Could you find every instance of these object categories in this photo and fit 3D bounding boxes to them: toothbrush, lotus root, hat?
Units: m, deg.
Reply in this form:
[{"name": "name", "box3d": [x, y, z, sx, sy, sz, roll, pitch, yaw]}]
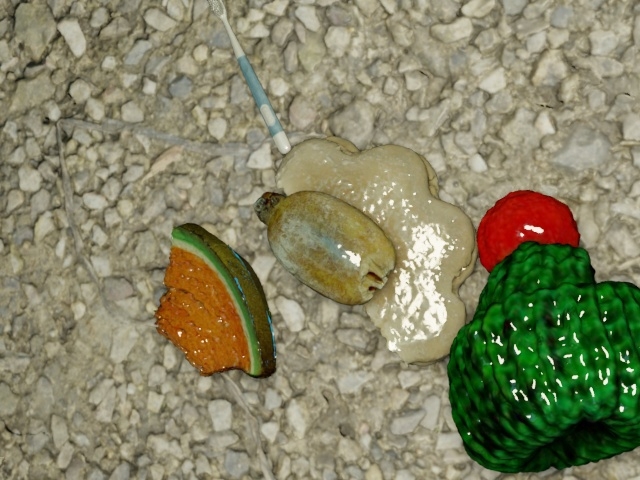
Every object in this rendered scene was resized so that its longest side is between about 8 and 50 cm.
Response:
[{"name": "toothbrush", "box3d": [-0.105, -0.244, 1.296, 0.019, 0.025, 0.275, -29, 76, 14]}, {"name": "lotus root", "box3d": [0.000, 0.000, 1.094, 0.192, 0.088, 0.113, 34, 102, 16]}, {"name": "hat", "box3d": [0.244, 0.082, 1.028, 0.274, 0.242, 0.332, 131, 140, -50]}]

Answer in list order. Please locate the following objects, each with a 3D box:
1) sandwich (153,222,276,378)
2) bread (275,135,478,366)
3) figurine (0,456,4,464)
[{"name": "sandwich", "box3d": [-0.136, 0.098, 1.254, 0.235, 0.079, 0.159, 42, 109, 22]}, {"name": "bread", "box3d": [0.091, -0.010, 1.163, 0.183, 0.102, 0.337, -38, 75, 13]}, {"name": "figurine", "box3d": [-0.541, 0.320, 1.369, 0.147, 0.093, 0.197, -14, 88, 40]}]
